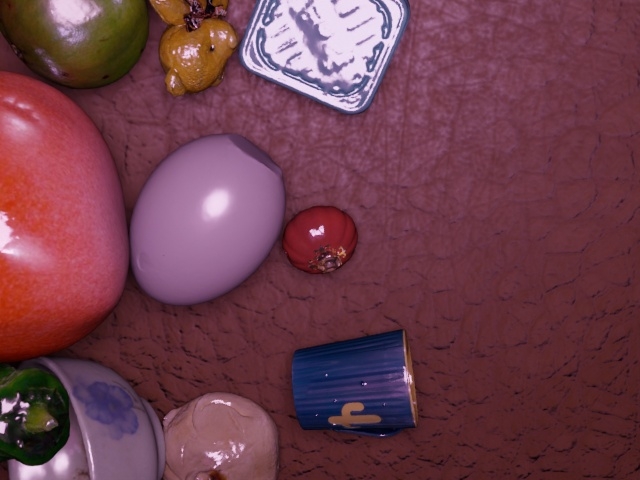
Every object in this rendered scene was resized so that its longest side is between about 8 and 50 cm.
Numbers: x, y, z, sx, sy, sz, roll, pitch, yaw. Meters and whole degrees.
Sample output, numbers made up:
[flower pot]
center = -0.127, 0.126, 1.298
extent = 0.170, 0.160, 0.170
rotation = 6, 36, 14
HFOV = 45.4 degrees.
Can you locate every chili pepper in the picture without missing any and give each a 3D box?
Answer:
[chili pepper]
center = -0.375, 0.211, 0.917
extent = 0.099, 0.270, 0.136
rotation = 2, 81, -37

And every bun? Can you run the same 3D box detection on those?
[bun]
center = -0.143, 0.302, 1.059
extent = 0.173, 0.113, 0.167
rotation = -8, 103, 1

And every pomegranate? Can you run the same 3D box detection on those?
[pomegranate]
center = -0.270, -0.288, 0.897
extent = 0.187, 0.187, 0.225
rotation = 44, 76, -9

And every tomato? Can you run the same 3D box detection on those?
[tomato]
center = -0.359, -0.022, 0.891
extent = 0.272, 0.341, 0.342
rotation = 12, 105, -21

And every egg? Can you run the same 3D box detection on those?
[egg]
center = -0.144, -0.019, 0.948
extent = 0.176, 0.176, 0.232
rotation = 32, 109, -6

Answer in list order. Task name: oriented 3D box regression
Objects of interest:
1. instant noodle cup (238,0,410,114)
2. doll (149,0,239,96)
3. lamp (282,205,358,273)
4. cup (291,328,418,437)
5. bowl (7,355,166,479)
[instant noodle cup]
center = 0.003, -0.256, 0.941
extent = 0.179, 0.070, 0.157
rotation = 23, 104, -5
[doll]
center = -0.140, -0.278, 0.903
extent = 0.097, 0.137, 0.210
rotation = 12, 110, 25
[lamp]
center = 0.000, 0.000, 0.995
extent = 0.101, 0.090, 0.101
rotation = -10, 141, -8
[cup]
center = 0.050, 0.207, 1.037
extent = 0.155, 0.131, 0.177
rotation = -6, 129, 7
[bowl]
center = -0.299, 0.284, 1.015
extent = 0.146, 0.289, 0.290
rotation = -5, 109, -41
